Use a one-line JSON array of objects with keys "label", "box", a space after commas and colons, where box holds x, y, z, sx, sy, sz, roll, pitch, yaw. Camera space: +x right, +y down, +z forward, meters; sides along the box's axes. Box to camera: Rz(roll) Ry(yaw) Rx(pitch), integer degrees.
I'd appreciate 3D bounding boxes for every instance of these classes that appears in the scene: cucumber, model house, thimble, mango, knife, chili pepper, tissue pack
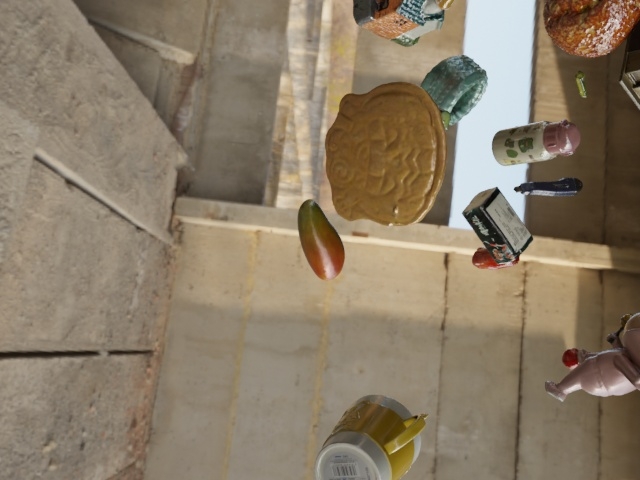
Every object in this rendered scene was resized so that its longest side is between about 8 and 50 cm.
[{"label": "cucumber", "box": [0.293, -0.377, 1.720, 0.062, 0.211, 0.078, -54, 133, -15]}, {"label": "model house", "box": [0.288, -0.730, 1.762, 0.301, 0.271, 0.190, 0, -96, 49]}, {"label": "thimble", "box": [0.443, -0.504, 1.960, 0.235, 0.143, 0.198, -47, 158, 7]}, {"label": "mango", "box": [-0.003, 0.004, 2.039, 0.146, 0.129, 0.289, -40, 112, -29]}, {"label": "knife", "box": [0.362, -0.085, 0.933, 0.018, 0.121, 0.031, 110, -26, -52]}, {"label": "chili pepper", "box": [0.481, 0.047, 1.624, 0.073, 0.123, 0.070, -42, 111, -38]}, {"label": "tissue pack", "box": [0.440, -0.036, 1.464, 0.103, 0.170, 0.090, -43, -171, -31]}]

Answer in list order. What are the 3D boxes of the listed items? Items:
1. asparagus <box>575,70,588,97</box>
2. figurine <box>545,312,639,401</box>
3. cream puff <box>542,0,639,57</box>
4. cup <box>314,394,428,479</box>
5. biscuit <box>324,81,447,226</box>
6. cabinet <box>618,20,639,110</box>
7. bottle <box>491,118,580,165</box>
[{"label": "asparagus", "box": [0.769, -0.452, 1.727, 0.021, 0.025, 0.108, -52, 135, -9]}, {"label": "figurine", "box": [0.559, 0.212, 1.060, 0.287, 0.176, 0.186, -23, -126, 41]}, {"label": "cream puff", "box": [0.657, -0.570, 1.433, 0.240, 0.164, 0.240, 0, -90, 55]}, {"label": "cup", "box": [0.117, 0.436, 1.241, 0.185, 0.241, 0.226, 56, 26, 9]}, {"label": "biscuit", "box": [0.169, -0.231, 1.605, 0.062, 0.365, 0.385, -15, 106, -56]}, {"label": "cabinet", "box": [0.842, -0.443, 1.399, 0.175, 0.148, 0.215, -3, -118, 50]}, {"label": "bottle", "box": [0.648, -0.293, 1.763, 0.253, 0.120, 0.120, 0, -97, 54]}]
